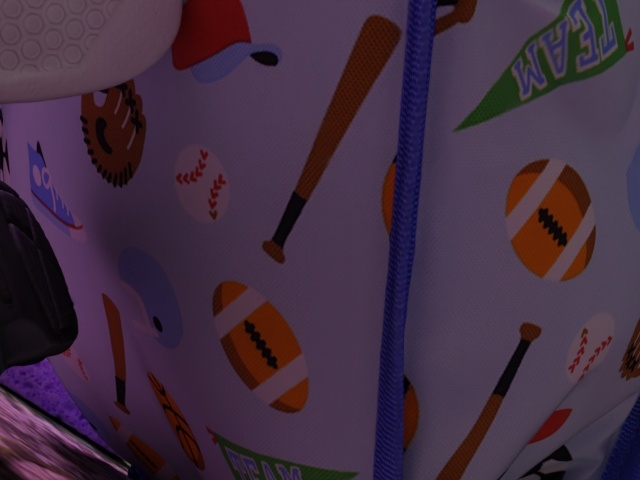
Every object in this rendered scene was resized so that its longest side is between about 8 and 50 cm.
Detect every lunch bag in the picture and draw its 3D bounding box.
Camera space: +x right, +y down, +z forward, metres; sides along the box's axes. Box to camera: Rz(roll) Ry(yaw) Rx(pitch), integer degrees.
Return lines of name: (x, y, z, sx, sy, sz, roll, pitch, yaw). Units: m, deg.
lunch bag: (0.000, 0.000, 0.548, 0.238, 0.386, 0.327, -12, 26, -38)

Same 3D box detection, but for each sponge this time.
sponge: (-0.201, 0.071, 0.735, 0.210, 0.031, 0.117, 43, -12, -35)

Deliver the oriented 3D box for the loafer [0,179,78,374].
loafer: (-0.144, 0.015, 0.347, 0.267, 0.084, 0.096, 78, -11, -81)

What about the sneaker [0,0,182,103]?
sneaker: (-0.201, -0.103, 0.385, 0.295, 0.105, 0.147, 7, -1, -21)
